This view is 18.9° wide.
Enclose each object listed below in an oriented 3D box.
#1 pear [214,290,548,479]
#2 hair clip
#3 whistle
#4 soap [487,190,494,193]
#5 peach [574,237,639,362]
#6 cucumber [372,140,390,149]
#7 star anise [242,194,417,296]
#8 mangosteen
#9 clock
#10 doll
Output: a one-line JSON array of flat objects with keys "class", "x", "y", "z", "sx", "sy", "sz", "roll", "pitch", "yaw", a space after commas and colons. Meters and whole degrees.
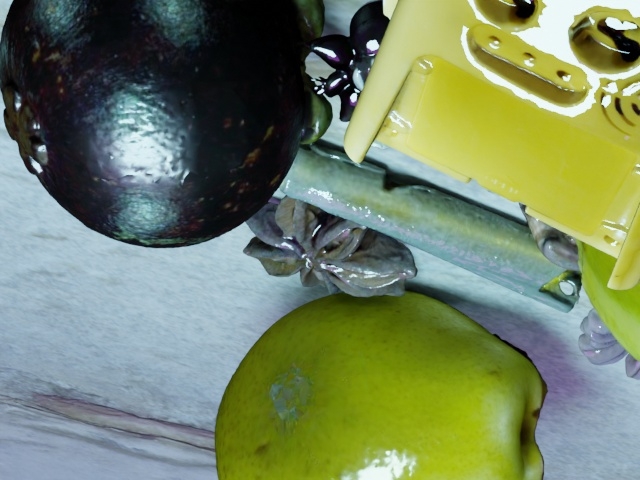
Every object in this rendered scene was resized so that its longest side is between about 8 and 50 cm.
[{"class": "pear", "x": 0.031, "y": 0.203, "z": 2.045, "sx": 0.386, "sy": 0.340, "sz": 0.191, "roll": -16, "pitch": 152, "yaw": 35}, {"class": "hair clip", "x": 0.297, "y": 0.047, "z": 1.848, "sx": 0.300, "sy": 0.069, "sz": 0.173, "roll": 36, "pitch": 131, "yaw": -28}, {"class": "whistle", "x": 0.112, "y": -0.016, "z": 1.881, "sx": 0.326, "sy": 0.068, "sz": 0.057, "roll": 23, "pitch": 169, "yaw": -8}, {"class": "soap", "x": 0.207, "y": -0.072, "z": 1.707, "sx": 0.149, "sy": 0.056, "sz": 0.100, "roll": 8, "pitch": 151, "yaw": 23}, {"class": "peach", "x": 0.321, "y": -0.055, "z": 1.353, "sx": 0.314, "sy": 0.315, "sz": 0.281, "roll": -24, "pitch": 144, "yaw": 3}, {"class": "cucumber", "x": 0.062, "y": -0.131, "z": 1.623, "sx": 0.064, "sy": 0.112, "sz": 0.064, "roll": 14, "pitch": 148, "yaw": 9}, {"class": "star anise", "x": 0.015, "y": 0.007, "z": 1.992, "sx": 0.197, "sy": 0.073, "sz": 0.212, "roll": 32, "pitch": 155, "yaw": -21}, {"class": "mangosteen", "x": -0.122, "y": -0.134, "z": 1.586, "sx": 0.288, "sy": 0.288, "sz": 0.288, "roll": 16, "pitch": 156, "yaw": 7}, {"class": "clock", "x": 0.163, "y": -0.150, "z": 1.098, "sx": 0.244, "sy": 0.200, "sz": 0.317, "roll": 24, "pitch": 150, "yaw": 3}, {"class": "doll", "x": 0.095, "y": -0.161, "z": 1.529, "sx": 0.219, "sy": 0.067, "sz": 0.091, "roll": -17, "pitch": 132, "yaw": 13}]
